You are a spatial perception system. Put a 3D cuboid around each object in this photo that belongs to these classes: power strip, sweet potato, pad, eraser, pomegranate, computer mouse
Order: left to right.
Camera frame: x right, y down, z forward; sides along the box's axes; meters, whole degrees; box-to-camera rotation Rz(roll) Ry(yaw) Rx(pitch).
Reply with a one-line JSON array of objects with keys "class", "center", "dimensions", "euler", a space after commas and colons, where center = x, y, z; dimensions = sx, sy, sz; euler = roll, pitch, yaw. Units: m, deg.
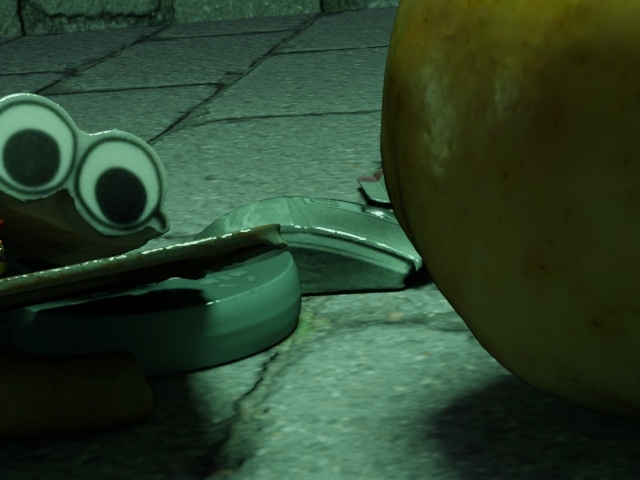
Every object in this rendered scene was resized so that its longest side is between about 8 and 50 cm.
[{"class": "sweet potato", "center": [-0.274, 0.108, 0.981], "dimensions": [0.385, 0.109, 0.109], "euler": [-15, 17, -35]}, {"class": "eraser", "center": [-0.245, -0.033, 1.314], "dimensions": [0.171, 0.087, 0.290], "euler": [21, -19, -24]}, {"class": "pad", "center": [-0.185, 0.033, 1.056], "dimensions": [0.286, 0.018, 0.284], "euler": [-10, -2, -16]}, {"class": "power strip", "center": [-0.141, 0.055, 1.251], "dimensions": [0.253, 0.054, 0.167], "euler": [-4, 13, 3]}, {"class": "computer mouse", "center": [0.000, -0.003, 1.396], "dimensions": [0.231, 0.071, 0.126], "euler": [-2, 14, 11]}, {"class": "pomegranate", "center": [0.247, -0.074, 0.991], "dimensions": [0.411, 0.411, 0.411], "euler": [-5, 14, 1]}]

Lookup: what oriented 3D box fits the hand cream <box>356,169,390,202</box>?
[{"class": "hand cream", "center": [0.208, -0.090, 1.693], "dimensions": [0.340, 0.078, 0.124], "euler": [-11, 15, -4]}]

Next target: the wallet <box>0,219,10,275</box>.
[{"class": "wallet", "center": [-0.311, 0.037, 1.249], "dimensions": [0.141, 0.067, 0.241], "euler": [-13, -9, -16]}]
